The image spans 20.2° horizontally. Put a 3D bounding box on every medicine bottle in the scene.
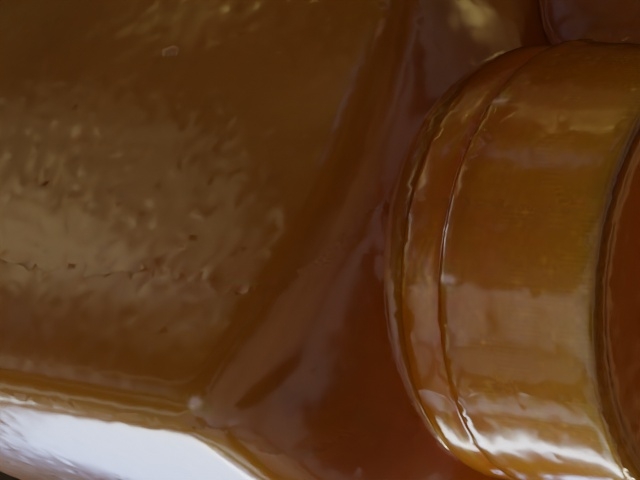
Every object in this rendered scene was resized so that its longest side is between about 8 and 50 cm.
[{"bbox_3d":[0.000,0.000,0.458,0.222,0.112,0.149,6,-113,39],"label":"medicine bottle"}]
